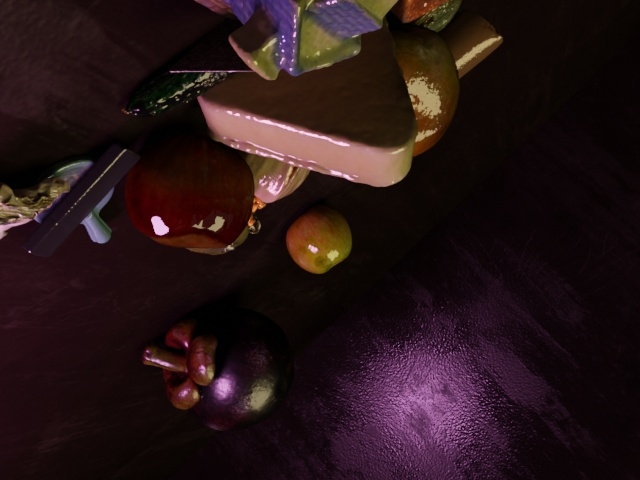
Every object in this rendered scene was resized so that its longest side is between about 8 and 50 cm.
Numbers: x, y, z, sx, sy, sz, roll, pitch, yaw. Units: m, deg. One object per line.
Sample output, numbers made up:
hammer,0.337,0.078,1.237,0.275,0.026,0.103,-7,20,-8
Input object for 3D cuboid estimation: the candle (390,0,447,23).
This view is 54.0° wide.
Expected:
candle,0.218,-0.533,1.150,0.287,0.131,0.317,-49,159,28

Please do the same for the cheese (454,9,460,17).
cheese,0.302,-0.497,1.536,0.086,0.036,0.162,-33,160,-28

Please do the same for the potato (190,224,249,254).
potato,-0.243,-0.011,1.411,0.188,0.085,0.105,7,127,-53

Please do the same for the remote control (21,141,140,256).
remote control,-0.397,-0.065,1.049,0.245,0.025,0.063,-46,159,7

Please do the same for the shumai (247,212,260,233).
shumai,-0.181,-0.043,1.525,0.083,0.080,0.082,-22,155,-46

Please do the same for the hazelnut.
hazelnut,-0.238,-0.091,1.133,0.230,0.229,0.229,-37,161,-15

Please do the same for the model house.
model house,-0.052,-0.359,0.734,0.266,0.321,0.261,-47,155,19

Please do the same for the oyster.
oyster,-0.476,-0.049,0.951,0.191,0.081,0.163,-24,180,-30

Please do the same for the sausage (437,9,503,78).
sausage,0.293,-0.428,1.475,0.253,0.123,0.123,-37,164,22

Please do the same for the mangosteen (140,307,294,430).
mangosteen,-0.289,0.360,1.854,0.382,0.382,0.435,-45,128,11

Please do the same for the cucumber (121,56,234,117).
cucumber,-0.187,-0.278,1.013,0.294,0.067,0.067,-37,161,-11

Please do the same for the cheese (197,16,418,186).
cheese,-0.035,-0.257,1.086,0.384,0.384,0.104,-36,155,-17

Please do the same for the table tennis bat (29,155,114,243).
table tennis bat,-0.417,-0.060,1.093,0.149,0.038,0.237,-36,158,-17

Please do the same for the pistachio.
pistachio,-0.079,-0.187,1.284,0.157,0.157,0.229,-9,136,-58

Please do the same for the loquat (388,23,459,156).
loquat,0.148,-0.313,1.324,0.276,0.276,0.283,-23,131,-44

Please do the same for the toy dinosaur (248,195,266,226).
toy dinosaur,-0.186,-0.092,1.357,0.070,0.117,0.288,-55,177,0

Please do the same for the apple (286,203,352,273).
apple,0.000,0.000,1.836,0.196,0.196,0.196,-37,161,-15

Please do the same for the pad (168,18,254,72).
pad,-0.097,-0.292,0.902,0.235,0.158,0.003,-65,154,-47

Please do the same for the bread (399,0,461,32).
bread,0.240,-0.498,1.365,0.156,0.064,0.117,-37,160,-18
